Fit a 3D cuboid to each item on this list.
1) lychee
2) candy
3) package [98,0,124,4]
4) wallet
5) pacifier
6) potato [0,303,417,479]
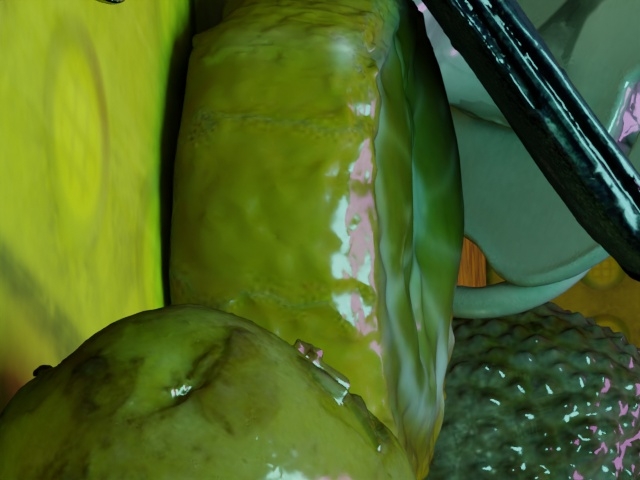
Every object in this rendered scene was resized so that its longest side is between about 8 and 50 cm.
[{"bbox_3d":[0.159,0.167,1.457,0.255,0.274,0.255,39,35,-35],"label":"lychee"},{"bbox_3d":[0.000,0.000,0.865,0.260,0.118,0.260,-3,90,-76],"label":"candy"},{"bbox_3d":[-0.085,-0.137,0.524,0.071,0.047,0.131,-86,171,-52],"label":"package"},{"bbox_3d":[0.053,-0.145,0.877,0.379,0.046,0.191,55,8,-6],"label":"wallet"},{"bbox_3d":[0.097,-0.101,1.272,0.343,0.269,0.288,19,-94,55],"label":"pacifier"},{"bbox_3d":[-0.034,0.104,0.543,0.137,0.137,0.176,-84,165,-45],"label":"potato"}]
